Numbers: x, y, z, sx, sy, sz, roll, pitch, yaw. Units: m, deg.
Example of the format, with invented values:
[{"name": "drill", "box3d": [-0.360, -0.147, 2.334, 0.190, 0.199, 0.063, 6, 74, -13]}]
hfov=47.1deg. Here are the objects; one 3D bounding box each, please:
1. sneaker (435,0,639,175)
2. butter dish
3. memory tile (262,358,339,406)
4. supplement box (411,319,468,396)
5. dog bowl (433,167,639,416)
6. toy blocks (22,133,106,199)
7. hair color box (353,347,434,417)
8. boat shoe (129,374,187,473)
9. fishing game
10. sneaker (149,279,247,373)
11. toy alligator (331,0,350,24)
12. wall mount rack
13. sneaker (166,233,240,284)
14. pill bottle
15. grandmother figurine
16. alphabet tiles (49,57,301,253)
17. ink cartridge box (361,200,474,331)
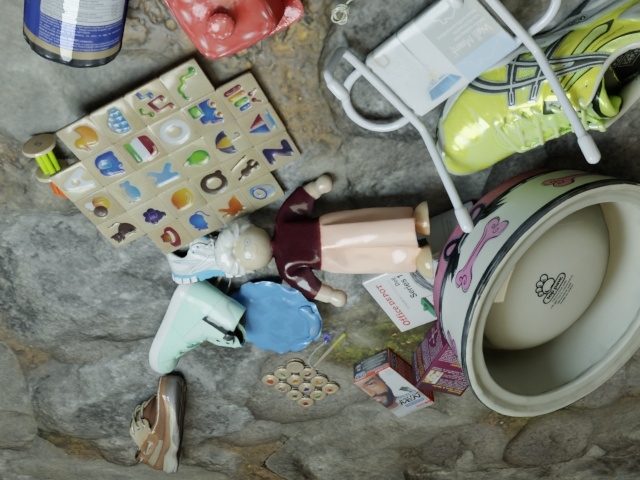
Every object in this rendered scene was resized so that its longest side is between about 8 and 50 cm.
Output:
[{"name": "sneaker", "box3d": [0.314, -0.200, 0.990, 0.145, 0.147, 0.385, 34, 126, -31]}, {"name": "butter dish", "box3d": [-0.121, -0.292, 0.916, 0.160, 0.118, 0.160, -20, 131, 18]}, {"name": "memory tile", "box3d": [-0.042, 0.306, 1.567, 0.113, 0.012, 0.148, -33, 125, 27]}, {"name": "supplement box", "box3d": [0.263, 0.213, 1.433, 0.104, 0.081, 0.188, 13, 132, -14]}, {"name": "dog bowl", "box3d": [0.355, 0.068, 1.154, 0.408, 0.150, 0.408, -13, 122, -21]}, {"name": "toy blocks", "box3d": [-0.375, -0.098, 1.144, 0.123, 0.054, 0.148, -8, 134, 6]}, {"name": "hair color box", "box3d": [0.154, 0.300, 1.536, 0.093, 0.053, 0.167, -30, 126, 26]}, {"name": "boat shoe", "box3d": [-0.355, 0.402, 1.585, 0.116, 0.123, 0.324, 9, 132, -6]}, {"name": "fishing game", "box3d": [-0.085, 0.138, 1.375, 0.264, 0.041, 0.189, 27, 131, -6]}, {"name": "sneaker", "box3d": [-0.224, 0.190, 1.369, 0.151, 0.094, 0.256, 29, 128, 2]}, {"name": "toy alligator", "box3d": [0.084, -0.342, 0.919, 0.056, 0.051, 0.190, 42, 131, -19]}, {"name": "wall mount rack", "box3d": [0.184, -0.187, 0.964, 0.304, 0.130, 0.350, 41, 133, -19]}, {"name": "sneaker", "box3d": [-0.180, 0.018, 1.251, 0.191, 0.071, 0.083, -14, 127, 12]}, {"name": "pill bottle", "box3d": [-0.285, -0.328, 0.876, 0.123, 0.123, 0.219, 13, 132, -13]}, {"name": "grandmother figurine", "box3d": [0.000, 0.000, 1.163, 0.342, 0.208, 0.104, -5, 166, 5]}, {"name": "alphabet tiles", "box3d": [-0.216, -0.114, 1.117, 0.342, 0.011, 0.285, -26, 133, 9]}, {"name": "ink cartridge box", "box3d": [0.197, 0.050, 1.267, 0.219, 0.092, 0.160, -24, 129, 20]}]
